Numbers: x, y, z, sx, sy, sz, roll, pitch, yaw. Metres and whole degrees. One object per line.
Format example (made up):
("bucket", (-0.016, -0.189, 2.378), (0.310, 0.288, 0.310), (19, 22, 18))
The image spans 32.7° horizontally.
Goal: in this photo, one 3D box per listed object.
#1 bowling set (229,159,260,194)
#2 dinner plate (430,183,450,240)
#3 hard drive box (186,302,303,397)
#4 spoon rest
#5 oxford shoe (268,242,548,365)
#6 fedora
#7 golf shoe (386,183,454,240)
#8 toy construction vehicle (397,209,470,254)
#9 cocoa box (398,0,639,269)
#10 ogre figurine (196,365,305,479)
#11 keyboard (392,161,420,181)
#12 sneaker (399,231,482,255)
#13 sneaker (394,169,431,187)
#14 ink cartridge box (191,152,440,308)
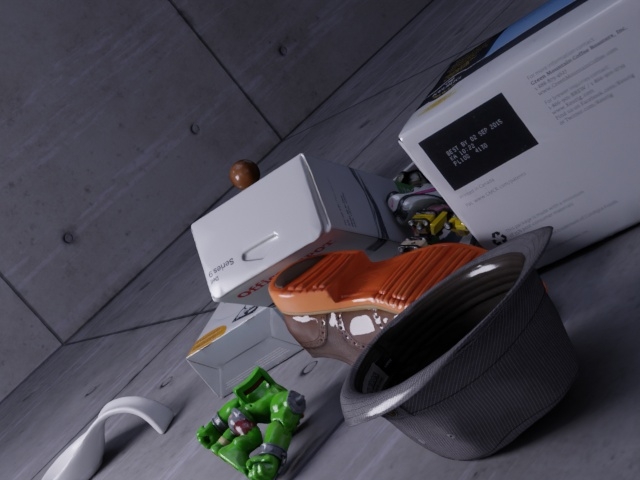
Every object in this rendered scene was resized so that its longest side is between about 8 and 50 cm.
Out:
("bowling set", (-0.056, -0.073, 1.867), (0.154, 0.199, 0.287), (-24, -10, -5))
("dinner plate", (0.168, -0.031, 1.614), (0.141, 0.017, 0.141), (-22, 42, 21))
("hard drive box", (-0.090, 0.122, 1.738), (0.181, 0.089, 0.232), (-33, 14, 24))
("spoon rest", (-0.370, 0.333, 1.807), (0.276, 0.084, 0.137), (-33, 14, 24))
("oxford shoe", (0.108, 0.088, 1.259), (0.364, 0.132, 0.130), (1, 31, 43))
("fedora", (0.145, 0.115, 1.010), (0.275, 0.124, 0.243), (-35, 9, 49))
("golf shoe", (0.169, -0.055, 1.502), (0.186, 0.086, 0.067), (-12, -43, -49))
("toy construction vehicle", (0.141, -0.002, 1.318), (0.098, 0.035, 0.086), (-1, 33, 41))
("cocoa box", (0.311, -0.157, 1.239), (0.347, 0.231, 0.228), (-30, 15, 36))
("ogre figurine", (-0.080, 0.225, 1.337), (0.118, 0.097, 0.197), (-54, 4, -12))
("keyboard", (0.200, -0.131, 1.840), (0.256, 0.072, 0.014), (-42, 30, -11))
("sneaker", (0.166, 0.009, 1.406), (0.163, 0.086, 0.226), (-25, 20, 40))
("sneaker", (0.105, -0.036, 1.697), (0.227, 0.087, 0.130), (-42, -6, -34))
("ink cartridge box", (0.000, 0.000, 1.497), (0.211, 0.121, 0.289), (-31, -24, 27))
